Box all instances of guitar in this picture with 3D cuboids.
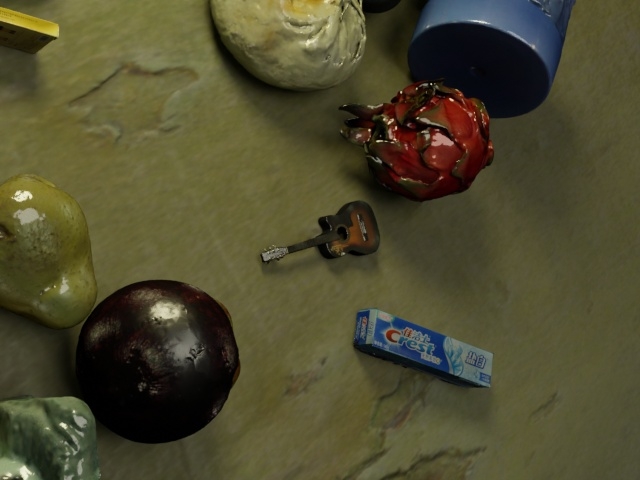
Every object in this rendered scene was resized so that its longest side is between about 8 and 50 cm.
[{"bbox_3d":[0.000,0.000,1.590,0.233,0.025,0.088,-17,93,-38],"label":"guitar"}]

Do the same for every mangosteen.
[{"bbox_3d":[-0.192,0.142,1.315,0.211,0.211,0.250,69,22,-7],"label":"mangosteen"}]

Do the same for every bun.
[{"bbox_3d":[-0.033,-0.368,1.551,0.287,0.146,0.287,12,71,-37],"label":"bun"}]

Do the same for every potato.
[{"bbox_3d":[-0.341,0.020,1.234,0.157,0.157,0.194,-45,111,-35],"label":"potato"}]

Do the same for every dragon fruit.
[{"bbox_3d":[0.159,-0.157,1.642,0.274,0.192,0.193,-7,95,-28],"label":"dragon fruit"}]

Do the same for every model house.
[{"bbox_3d":[-0.417,0.317,1.100,0.325,0.194,0.267,-3,84,-36],"label":"model house"}]

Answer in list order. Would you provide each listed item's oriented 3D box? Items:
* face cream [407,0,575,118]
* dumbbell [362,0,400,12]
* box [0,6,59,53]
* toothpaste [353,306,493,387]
[{"bbox_3d":[0.293,-0.367,1.748,0.249,0.249,0.225,36,59,-29],"label":"face cream"},{"bbox_3d":[0.088,-0.455,1.627,0.100,0.191,0.100,-1,64,2],"label":"dumbbell"},{"bbox_3d":[-0.408,-0.269,1.279,0.149,0.073,0.020,11,74,-38],"label":"box"},{"bbox_3d":[0.173,0.180,1.678,0.272,0.053,0.066,23,69,-33],"label":"toothpaste"}]
